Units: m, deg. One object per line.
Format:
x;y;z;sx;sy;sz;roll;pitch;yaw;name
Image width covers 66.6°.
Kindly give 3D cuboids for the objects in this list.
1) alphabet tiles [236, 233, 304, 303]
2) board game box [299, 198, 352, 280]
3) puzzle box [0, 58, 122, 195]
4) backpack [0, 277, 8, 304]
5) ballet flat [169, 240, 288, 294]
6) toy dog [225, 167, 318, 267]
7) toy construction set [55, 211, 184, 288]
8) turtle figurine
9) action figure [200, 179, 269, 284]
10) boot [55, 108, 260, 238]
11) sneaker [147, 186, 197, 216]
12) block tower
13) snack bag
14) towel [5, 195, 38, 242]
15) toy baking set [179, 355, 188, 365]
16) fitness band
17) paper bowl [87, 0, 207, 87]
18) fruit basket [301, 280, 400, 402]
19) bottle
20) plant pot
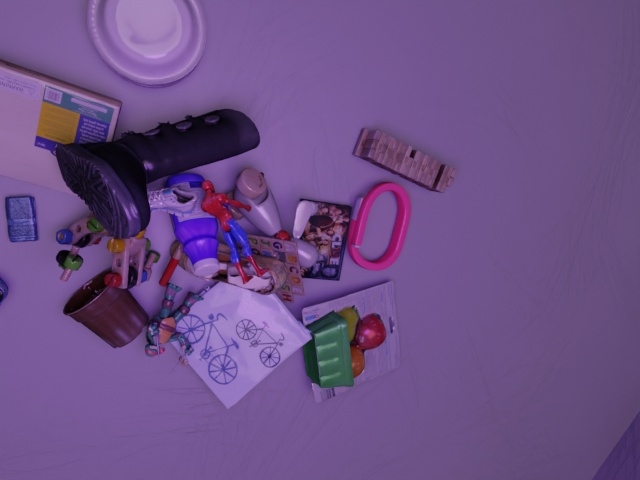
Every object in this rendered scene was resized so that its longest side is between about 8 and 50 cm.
-0.147;0.087;1.436;0.198;0.009;0.238;9;128;21;alphabet tiles
0.000;0.000;1.537;0.164;0.042;0.244;6;99;-21;board game box
-0.716;-0.274;1.169;0.408;0.052;0.272;17;117;-22;puzzle box
-0.859;0.136;1.234;0.114;0.084;0.105;-44;112;-1;backpack
-0.265;0.076;1.356;0.348;0.123;0.123;13;97;1;ballet flat
-0.132;-0.077;1.418;0.334;0.220;0.161;60;41;-24;toy dog
-0.487;-0.023;1.251;0.308;0.257;0.237;23;102;-44;toy construction set
-0.422;0.243;1.340;0.175;0.118;0.234;42;67;-59;turtle figurine
-0.220;-0.040;1.287;0.091;0.139;0.281;-25;98;26;action figure
-0.330;-0.185;1.153;0.444;0.367;0.146;-22;134;-37;boot
-0.393;-0.107;1.192;0.190;0.083;0.072;-1;67;-32;sneaker
0.273;-0.250;1.558;0.335;0.097;0.091;20;93;-21;block tower
-0.248;0.270;1.443;0.342;0.037;0.323;-40;94;-3;snack bag
-0.771;-0.055;1.257;0.067;0.029;0.120;-3;102;-19;towel
-0.326;0.307;1.488;0.196;0.030;0.256;31;89;-22;toy baking set
0.194;-0.045;1.571;0.208;0.054;0.291;10;98;-33;fitness band
-0.429;-0.536;1.221;0.283;0.148;0.285;-3;101;-18;paper bowl
0.108;0.325;1.605;0.352;0.165;0.328;-17;107;-32;fruit basket
-0.335;-0.044;1.304;0.118;0.092;0.283;-9;65;-27;bottle
-0.566;0.191;1.318;0.167;0.167;0.165;-39;118;-9;plant pot
